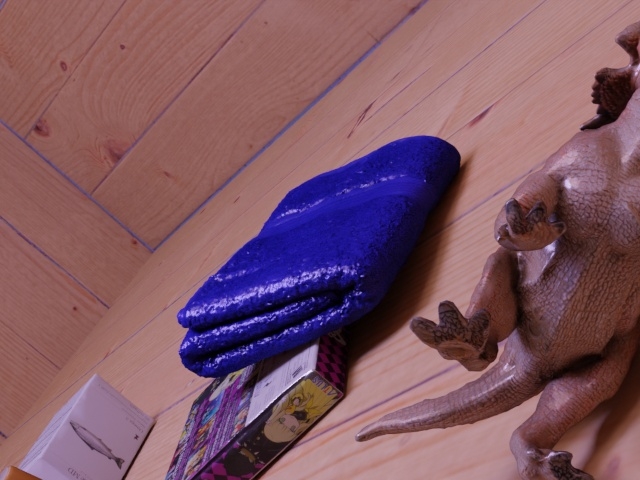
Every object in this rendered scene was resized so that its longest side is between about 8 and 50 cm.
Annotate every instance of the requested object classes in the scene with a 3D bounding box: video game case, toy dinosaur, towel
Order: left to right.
[{"bbox_3d":[-0.057,0.147,1.076,0.210,0.042,0.232,-44,11,15],"label":"video game case"},{"bbox_3d":[0.000,0.000,1.111,0.228,0.076,0.308,-26,15,29],"label":"towel"},{"bbox_3d":[0.142,0.005,0.589,0.295,0.127,0.200,-57,-2,27],"label":"toy dinosaur"}]

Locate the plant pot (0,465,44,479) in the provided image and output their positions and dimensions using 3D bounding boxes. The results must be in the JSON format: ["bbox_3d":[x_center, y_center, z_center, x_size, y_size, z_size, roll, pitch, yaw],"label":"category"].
[{"bbox_3d":[-0.169,0.252,0.744,0.205,0.188,0.205,-46,10,11],"label":"plant pot"}]

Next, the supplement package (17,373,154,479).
[{"bbox_3d":[-0.306,0.276,1.463,0.105,0.105,0.179,-43,12,29],"label":"supplement package"}]
